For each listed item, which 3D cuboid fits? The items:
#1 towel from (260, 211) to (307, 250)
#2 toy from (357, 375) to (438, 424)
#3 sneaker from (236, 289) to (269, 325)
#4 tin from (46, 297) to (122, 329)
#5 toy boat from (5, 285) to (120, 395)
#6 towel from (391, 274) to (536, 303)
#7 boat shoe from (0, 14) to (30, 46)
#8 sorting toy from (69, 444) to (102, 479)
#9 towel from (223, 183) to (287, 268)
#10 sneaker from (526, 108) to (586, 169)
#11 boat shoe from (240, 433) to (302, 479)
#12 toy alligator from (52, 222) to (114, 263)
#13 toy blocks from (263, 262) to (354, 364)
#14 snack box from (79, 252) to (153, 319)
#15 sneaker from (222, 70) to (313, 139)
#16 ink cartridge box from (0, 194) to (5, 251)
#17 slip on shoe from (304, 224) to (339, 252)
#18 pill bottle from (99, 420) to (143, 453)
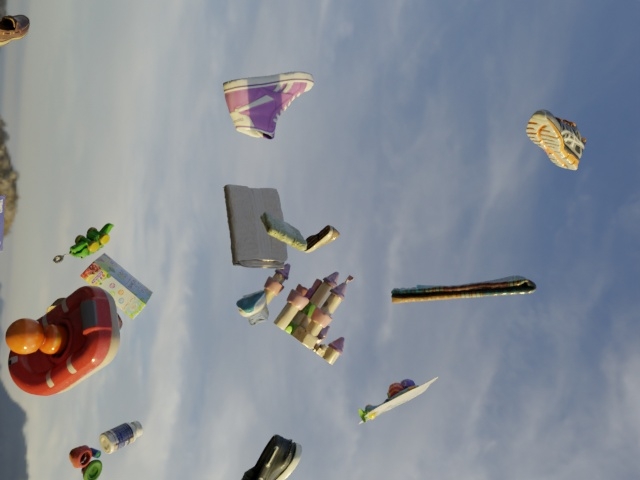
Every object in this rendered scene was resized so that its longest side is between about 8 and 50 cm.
[{"bbox_3d":[-0.088,-0.025,1.524,0.027,0.110,0.148,-59,-162,10],"label":"towel"},{"bbox_3d":[0.211,0.442,1.835,0.056,0.237,0.137,57,-23,21],"label":"toy"},{"bbox_3d":[-0.188,0.200,1.870,0.229,0.087,0.092,-50,122,-89],"label":"sneaker"},{"bbox_3d":[-0.535,0.176,1.453,0.040,0.189,0.106,-67,148,-43],"label":"tin"},{"bbox_3d":[-0.463,0.170,1.095,0.231,0.151,0.151,-34,-122,25],"label":"toy boat"},{"bbox_3d":[0.302,0.100,1.337,0.370,0.271,0.040,15,69,-74],"label":"towel"},{"bbox_3d":[-0.920,-0.636,1.909,0.060,0.064,0.178,-46,-166,36],"label":"boat shoe"},{"bbox_3d":[-0.504,0.469,1.369,0.042,0.061,0.102,10,-49,25],"label":"sorting toy"},{"bbox_3d":[-0.201,-0.046,2.001,0.049,0.187,0.282,-38,-123,50],"label":"towel"},{"bbox_3d":[0.542,-0.244,1.464,0.084,0.215,0.083,29,-92,45],"label":"sneaker"},{"bbox_3d":[-0.173,0.662,1.776,0.302,0.091,0.114,-55,-165,5],"label":"boat shoe"},{"bbox_3d":[-0.591,0.020,1.612,0.056,0.190,0.051,22,-48,23],"label":"toy alligator"},{"bbox_3d":[-0.012,0.211,2.104,0.260,0.309,0.288,-55,-156,-8],"label":"toy blocks"},{"bbox_3d":[-0.636,0.140,2.017,0.070,0.207,0.174,-47,-168,1],"label":"snack box"},{"bbox_3d":[-0.122,-0.347,1.666,0.102,0.282,0.161,-3,-76,51],"label":"sneaker"},{"bbox_3d":[-1.060,-0.016,1.957,0.045,0.224,0.223,30,-59,23],"label":"ink cartridge box"},{"bbox_3d":[0.000,0.000,1.870,0.135,0.041,0.051,-37,-138,36],"label":"slip on shoe"},{"bbox_3d":[-0.609,0.599,1.967,0.067,0.120,0.067,11,-73,37],"label":"pill bottle"}]
